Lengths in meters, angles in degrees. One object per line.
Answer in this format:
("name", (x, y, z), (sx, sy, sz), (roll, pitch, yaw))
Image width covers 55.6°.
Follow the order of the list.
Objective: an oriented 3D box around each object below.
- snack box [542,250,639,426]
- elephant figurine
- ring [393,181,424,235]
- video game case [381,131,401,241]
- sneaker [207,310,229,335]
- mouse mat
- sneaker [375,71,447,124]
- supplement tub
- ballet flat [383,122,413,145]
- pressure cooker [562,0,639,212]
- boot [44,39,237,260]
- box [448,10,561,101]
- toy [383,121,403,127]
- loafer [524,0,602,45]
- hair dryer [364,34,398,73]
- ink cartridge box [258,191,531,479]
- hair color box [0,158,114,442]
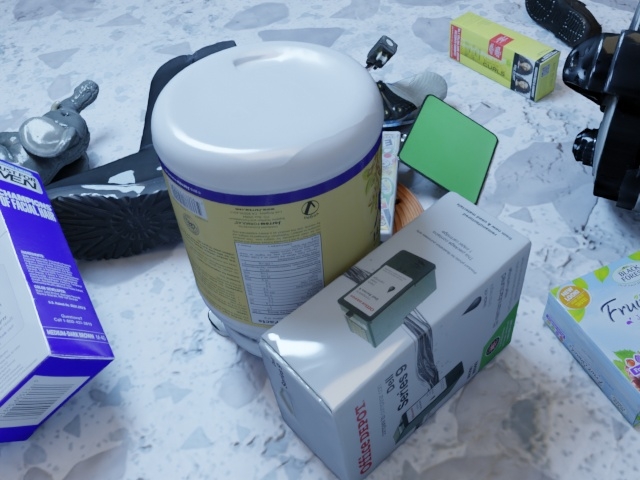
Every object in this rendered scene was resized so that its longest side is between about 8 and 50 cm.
("snack box", (0.414, 0.102, 0.747), (0.206, 0.070, 0.175), (-20, 48, -10))
("elephant figurine", (-0.487, -0.168, 1.089), (0.239, 0.186, 0.169), (-23, 15, -11))
("ring", (0.000, 0.000, 0.941), (0.336, 0.032, 0.337), (-6, 47, 6))
("video game case", (0.008, -0.092, 0.966), (0.226, 0.026, 0.207), (2, 56, 11))
("sneaker", (-0.116, 0.116, 0.844), (0.109, 0.044, 0.040), (24, 57, 30))
("mouse mat", (0.216, -0.155, 1.012), (0.152, 0.007, 0.190), (32, 52, -4))
("sneaker", (0.132, -0.240, 1.076), (0.237, 0.086, 0.085), (-22, 77, -37))
("supplement tub", (-0.047, -0.034, 0.721), (0.240, 0.332, 0.241), (-2, 46, 2))
("ballet flat", (0.105, -0.159, 1.046), (0.203, 0.074, 0.074), (-10, 46, -3))
("pressure cooker", (0.537, -0.192, 0.797), (0.420, 0.370, 0.376), (17, 63, 25))
("boot", (-0.306, -0.185, 1.085), (0.366, 0.146, 0.446), (-7, 48, 0))
("box", (0.350, -0.361, 1.178), (0.058, 0.087, 0.232), (-31, 51, -18))
("toy", (0.050, -0.278, 1.172), (0.237, 0.056, 0.137), (10, 51, 18))
("loafer", (0.509, -0.478, 1.277), (0.078, 0.080, 0.220), (-3, 53, -25))
("hair dryer", (-0.021, -0.256, 1.050), (0.223, 0.080, 0.293), (-44, 14, -32))
("ink cartridge box", (0.091, 0.116, 0.695), (0.289, 0.211, 0.121), (-36, 53, -21))
("hair color box", (-0.420, 0.069, 0.800), (0.185, 0.110, 0.339), (-40, 64, 14))
